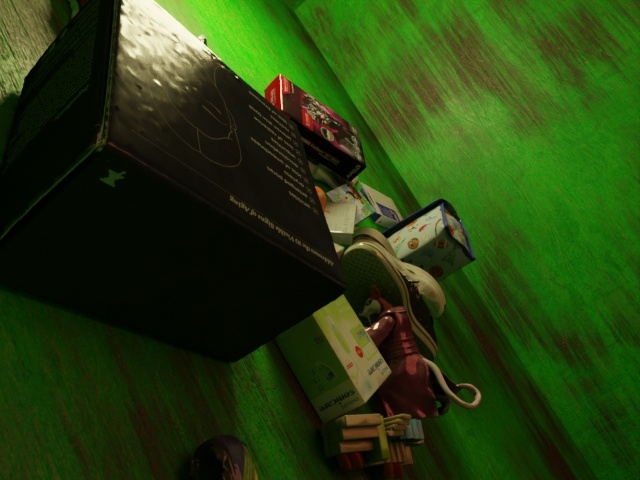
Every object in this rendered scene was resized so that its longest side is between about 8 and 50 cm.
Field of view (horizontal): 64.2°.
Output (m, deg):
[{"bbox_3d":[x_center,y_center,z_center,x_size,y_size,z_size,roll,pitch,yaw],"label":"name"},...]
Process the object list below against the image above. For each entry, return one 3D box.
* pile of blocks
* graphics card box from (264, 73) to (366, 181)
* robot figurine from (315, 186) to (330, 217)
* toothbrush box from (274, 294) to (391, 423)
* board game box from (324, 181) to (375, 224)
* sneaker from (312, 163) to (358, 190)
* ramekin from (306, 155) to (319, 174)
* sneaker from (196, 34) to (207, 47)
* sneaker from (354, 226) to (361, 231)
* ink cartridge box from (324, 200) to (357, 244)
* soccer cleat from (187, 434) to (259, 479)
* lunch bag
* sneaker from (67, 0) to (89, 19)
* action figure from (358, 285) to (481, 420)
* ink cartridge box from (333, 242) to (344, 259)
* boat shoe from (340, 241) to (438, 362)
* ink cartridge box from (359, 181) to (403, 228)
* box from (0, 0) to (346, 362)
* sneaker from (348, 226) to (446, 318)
[{"bbox_3d":[0.149,0.449,1.098,0.362,0.149,0.112,27,45,-47],"label":"pile of blocks"},{"bbox_3d":[-0.017,-0.376,1.720,0.371,0.094,0.232,29,36,-31],"label":"graphics card box"},{"bbox_3d":[-0.078,-0.115,1.436,0.220,0.158,0.128,24,62,3],"label":"robot figurine"},{"bbox_3d":[0.017,0.238,1.177,0.283,0.122,0.206,60,22,9],"label":"toothbrush box"},{"bbox_3d":[0.111,-0.137,1.968,0.160,0.039,0.211,52,36,4],"label":"board game box"},{"bbox_3d":[0.080,-0.307,2.037,0.410,0.182,0.158,12,46,-60],"label":"sneaker"},{"bbox_3d":[-0.095,-0.289,1.747,0.207,0.109,0.207,44,24,-26],"label":"ramekin"},{"bbox_3d":[-0.381,-0.562,1.616,0.121,0.079,0.216,47,30,-27],"label":"sneaker"},{"bbox_3d":[0.136,-0.018,1.916,0.061,0.053,0.152,40,18,12],"label":"sneaker"},{"bbox_3d":[-0.004,-0.062,1.560,0.223,0.224,0.045,-74,171,-62],"label":"ink cartridge box"},{"bbox_3d":[-0.098,0.415,0.714,0.121,0.093,0.289,31,31,-59],"label":"soccer cleat"},{"bbox_3d":[0.420,0.006,2.088,0.239,0.328,0.385,51,23,-14],"label":"lunch bag"},{"bbox_3d":[-0.551,-0.604,1.252,0.107,0.118,0.279,15,44,-59],"label":"sneaker"},{"bbox_3d":[0.206,0.289,1.322,0.248,0.276,0.369,2,69,-57],"label":"action figure"},{"bbox_3d":[-0.048,0.024,1.333,0.171,0.056,0.235,25,13,11],"label":"ink cartridge box"},{"bbox_3d":[0.211,0.181,1.533,0.500,0.187,0.156,54,32,-30],"label":"boat shoe"},{"bbox_3d":[0.278,-0.150,2.377,0.371,0.069,0.175,19,41,-60],"label":"ink cartridge box"},{"bbox_3d":[-0.247,-0.107,0.900,0.480,0.297,0.471,34,28,-42],"label":"box"},{"bbox_3d":[0.253,0.175,1.764,0.447,0.169,0.257,41,33,-12],"label":"sneaker"}]
